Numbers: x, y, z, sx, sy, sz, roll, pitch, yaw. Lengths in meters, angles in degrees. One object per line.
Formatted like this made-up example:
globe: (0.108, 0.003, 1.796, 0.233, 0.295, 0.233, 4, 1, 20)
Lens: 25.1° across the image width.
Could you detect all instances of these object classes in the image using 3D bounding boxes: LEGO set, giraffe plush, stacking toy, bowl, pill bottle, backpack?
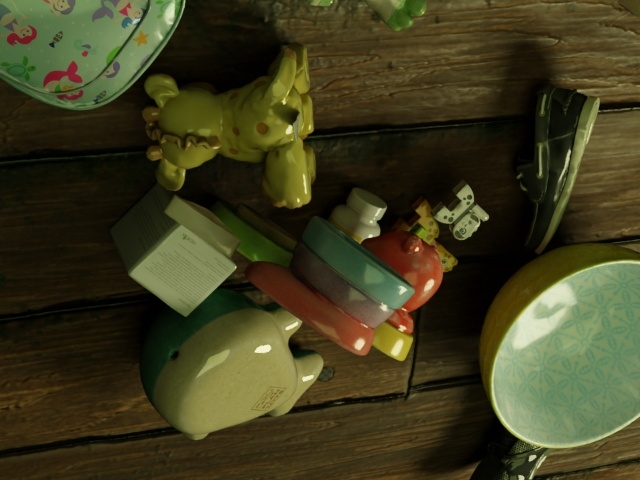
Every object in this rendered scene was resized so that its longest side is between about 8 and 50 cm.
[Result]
LEGO set: (0.121, 0.027, 1.771, 0.093, 0.087, 0.227, 41, 99, -21)
giraffe plush: (-0.100, -0.122, 1.549, 0.170, 0.210, 0.181, -3, 91, 6)
stacking toy: (0.000, 0.000, 1.569, 0.130, 0.279, 0.309, -54, 168, 4)
bowl: (0.318, 0.108, 1.865, 0.289, 0.156, 0.289, -11, 124, -17)
pill bottle: (0.032, -0.003, 1.730, 0.065, 0.065, 0.116, 18, 112, -31)
backpack: (-0.259, -0.248, 1.386, 0.253, 0.191, 0.225, 32, 103, -40)

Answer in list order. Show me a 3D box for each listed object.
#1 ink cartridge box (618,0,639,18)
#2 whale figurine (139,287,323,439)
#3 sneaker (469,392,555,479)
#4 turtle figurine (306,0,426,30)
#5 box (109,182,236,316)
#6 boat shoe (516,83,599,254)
ink cartridge box: (0.488, -0.403, 1.675, 0.165, 0.065, 0.332, 9, 118, -28)
whale figurine: (-0.109, 0.143, 1.742, 0.216, 0.141, 0.272, -51, 150, 13)
sneaker: (0.267, 0.265, 1.988, 0.227, 0.087, 0.130, -45, 125, 4)
turtle figurine: (0.057, -0.318, 1.439, 0.275, 0.197, 0.266, -11, 159, 34)
box: (-0.168, 0.010, 1.630, 0.087, 0.101, 0.102, -43, 127, 7)
boat shoe: (0.283, -0.088, 1.792, 0.079, 0.084, 0.233, 17, 127, 11)
